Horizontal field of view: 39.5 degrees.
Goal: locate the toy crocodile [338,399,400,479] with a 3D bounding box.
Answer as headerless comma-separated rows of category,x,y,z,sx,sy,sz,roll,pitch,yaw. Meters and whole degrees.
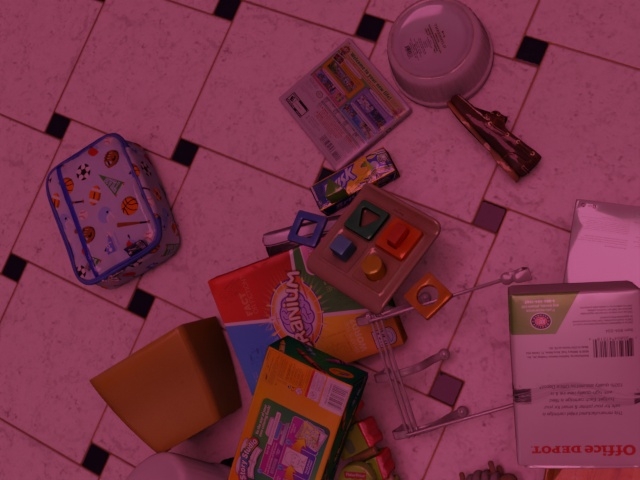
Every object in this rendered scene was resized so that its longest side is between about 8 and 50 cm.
toy crocodile,0.061,0.348,1.609,0.105,0.115,0.341,-33,84,20

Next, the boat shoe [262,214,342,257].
boat shoe,0.000,0.000,1.744,0.228,0.080,0.076,-13,98,9

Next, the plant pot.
plant pot,-0.274,0.285,1.714,0.212,0.212,0.187,-31,84,10

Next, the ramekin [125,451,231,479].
ramekin,-0.269,0.515,1.594,0.277,0.135,0.277,-34,40,34

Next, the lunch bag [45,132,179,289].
lunch bag,-0.445,-0.052,1.876,0.243,0.115,0.303,-28,71,13

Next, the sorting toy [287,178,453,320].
sorting toy,0.089,0.007,1.569,0.347,0.047,0.196,32,82,31

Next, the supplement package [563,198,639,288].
supplement package,0.520,0.053,1.521,0.194,0.149,0.203,9,82,19

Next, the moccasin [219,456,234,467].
moccasin,-0.178,0.578,1.670,0.116,0.138,0.342,2,63,32

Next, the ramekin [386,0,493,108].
ramekin,0.226,-0.369,1.721,0.207,0.109,0.207,-3,79,17

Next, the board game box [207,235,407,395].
board game box,-0.025,0.131,1.693,0.316,0.064,0.242,-21,91,13

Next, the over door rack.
over door rack,0.249,0.200,1.562,0.324,0.108,0.240,-18,91,21

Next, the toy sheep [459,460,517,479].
toy sheep,0.285,0.441,1.559,0.132,0.091,0.091,-31,71,24

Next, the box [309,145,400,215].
box,0.067,-0.115,1.752,0.169,0.054,0.059,-29,72,11

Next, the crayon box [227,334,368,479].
crayon box,-0.042,0.326,1.540,0.165,0.081,0.278,23,106,20

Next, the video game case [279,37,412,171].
video game case,0.048,-0.274,1.806,0.193,0.023,0.212,-40,70,7

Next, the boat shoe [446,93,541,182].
boat shoe,0.326,-0.205,1.676,0.073,0.073,0.207,-45,79,15

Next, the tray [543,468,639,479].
tray,0.471,0.465,1.499,0.202,0.076,0.411,9,83,20

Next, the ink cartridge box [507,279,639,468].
ink cartridge box,0.400,0.207,1.399,0.198,0.115,0.273,-3,94,11
